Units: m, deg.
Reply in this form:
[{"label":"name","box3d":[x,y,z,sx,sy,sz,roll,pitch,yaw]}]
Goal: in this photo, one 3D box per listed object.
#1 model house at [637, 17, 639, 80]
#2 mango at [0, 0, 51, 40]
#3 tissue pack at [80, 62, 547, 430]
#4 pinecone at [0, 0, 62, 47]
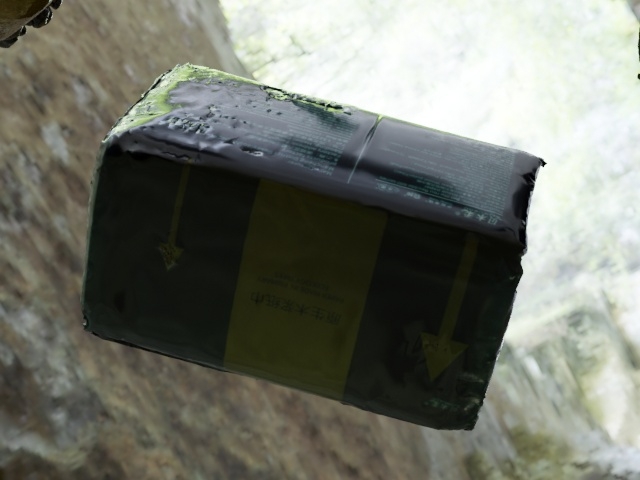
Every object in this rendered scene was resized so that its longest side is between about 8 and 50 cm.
[{"label":"model house","box3d":[0.543,-0.290,1.427,0.261,0.266,0.321,39,-116,-57]},{"label":"mango","box3d":[-0.240,-0.203,0.894,0.090,0.178,0.115,31,-109,-28]},{"label":"tissue pack","box3d":[0.000,0.000,1.228,0.264,0.416,0.253,-67,-11,-61]},{"label":"pinecone","box3d":[-0.373,-0.300,1.384,0.173,0.173,0.173,52,-161,-27]}]
